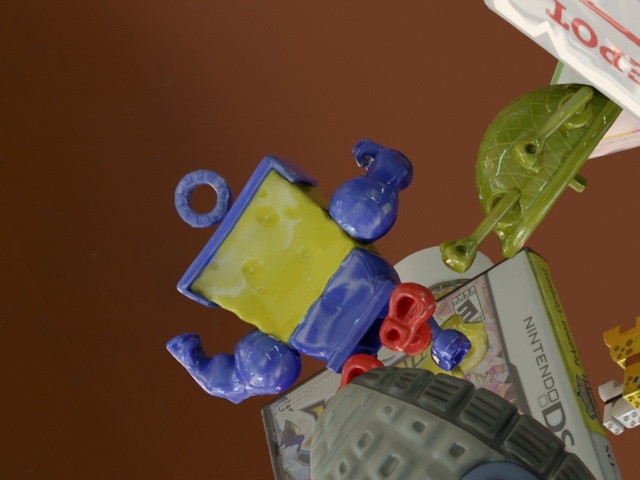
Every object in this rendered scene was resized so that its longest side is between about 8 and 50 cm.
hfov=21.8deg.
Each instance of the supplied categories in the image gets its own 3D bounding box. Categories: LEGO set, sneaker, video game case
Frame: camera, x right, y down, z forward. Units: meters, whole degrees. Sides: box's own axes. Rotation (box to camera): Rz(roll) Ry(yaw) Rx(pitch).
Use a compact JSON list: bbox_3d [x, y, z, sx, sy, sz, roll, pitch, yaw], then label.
[{"bbox_3d":[0.315,0.110,1.462,0.087,0.093,0.227,39,132,-23],"label":"LEGO set"},{"bbox_3d":[0.114,0.164,0.662,0.297,0.129,0.111,43,93,11],"label":"sneaker"},{"bbox_3d":[0.086,0.171,1.262,0.275,0.035,0.248,-33,49,23],"label":"video game case"}]

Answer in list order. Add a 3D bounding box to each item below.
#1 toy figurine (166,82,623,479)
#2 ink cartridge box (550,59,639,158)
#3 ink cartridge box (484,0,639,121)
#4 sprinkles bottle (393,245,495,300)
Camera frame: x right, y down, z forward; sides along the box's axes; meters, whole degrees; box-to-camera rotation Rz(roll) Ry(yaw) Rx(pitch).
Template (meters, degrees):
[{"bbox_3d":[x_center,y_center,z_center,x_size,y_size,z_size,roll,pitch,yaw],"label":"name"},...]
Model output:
[{"bbox_3d":[0.000,0.000,1.032,0.217,0.191,0.362,37,100,19],"label":"toy figurine"},{"bbox_3d":[0.229,-0.139,1.119,0.109,0.209,0.062,-15,65,-11],"label":"ink cartridge box"},{"bbox_3d":[0.160,-0.117,0.490,0.119,0.353,0.207,-35,58,-21],"label":"ink cartridge box"},{"bbox_3d":[0.142,0.160,1.369,0.121,0.355,0.121,-9,133,-10],"label":"sprinkles bottle"}]
